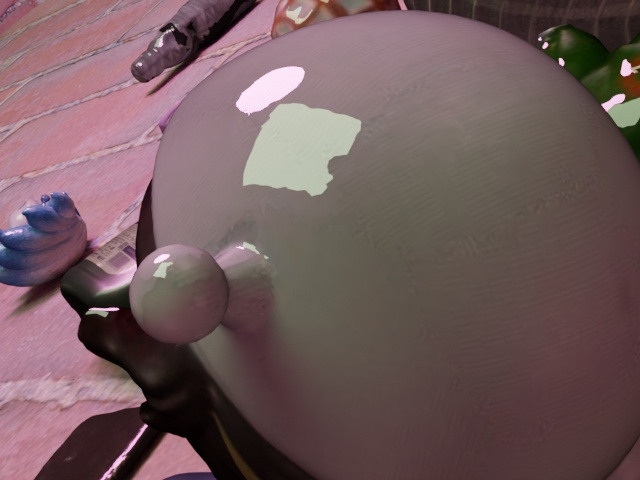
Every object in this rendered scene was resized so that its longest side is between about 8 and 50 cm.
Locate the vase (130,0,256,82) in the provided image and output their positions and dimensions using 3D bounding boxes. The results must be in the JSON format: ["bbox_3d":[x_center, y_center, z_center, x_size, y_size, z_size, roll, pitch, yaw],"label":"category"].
[{"bbox_3d":[-0.165,-0.271,1.660,0.211,0.060,0.060,-48,24,-27],"label":"vase"}]

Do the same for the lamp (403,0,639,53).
[{"bbox_3d":[0.173,-0.212,0.806,0.265,0.233,0.233,-31,18,-20],"label":"lamp"}]

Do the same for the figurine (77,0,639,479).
[{"bbox_3d":[0.088,-0.009,0.473,0.370,0.281,0.167,-19,-24,-29],"label":"figurine"}]

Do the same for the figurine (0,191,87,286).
[{"bbox_3d":[-0.267,0.003,1.199,0.114,0.079,0.114,-35,-5,-4],"label":"figurine"}]

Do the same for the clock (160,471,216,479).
[{"bbox_3d":[-0.103,0.172,0.514,0.243,0.146,0.199,-20,29,17],"label":"clock"}]

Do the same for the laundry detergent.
[{"bbox_3d":[-0.084,-0.011,0.958,0.222,0.078,0.144,-42,18,-16],"label":"laundry detergent"}]

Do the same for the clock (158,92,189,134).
[{"bbox_3d":[-0.080,-0.129,1.238,0.153,0.050,0.110,-10,32,48],"label":"clock"}]

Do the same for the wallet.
[{"bbox_3d":[-0.159,0.160,0.784,0.082,0.018,0.156,-14,30,42],"label":"wallet"}]
